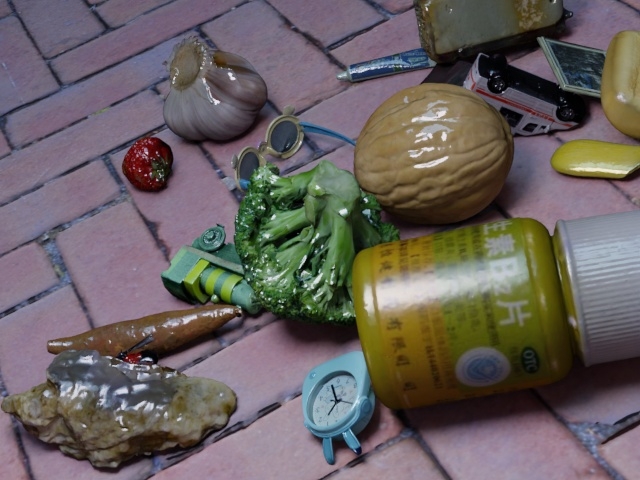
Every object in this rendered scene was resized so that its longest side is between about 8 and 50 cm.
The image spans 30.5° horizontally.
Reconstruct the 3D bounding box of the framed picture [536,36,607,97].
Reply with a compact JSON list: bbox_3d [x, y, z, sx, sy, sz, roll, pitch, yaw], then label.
[{"bbox_3d":[0.460,-0.296,2.029,0.142,0.011,0.183,10,36,-13],"label":"framed picture"}]

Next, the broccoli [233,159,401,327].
[{"bbox_3d":[0.000,0.000,1.725,0.261,0.241,0.269,19,41,-4],"label":"broccoli"}]

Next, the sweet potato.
[{"bbox_3d":[-0.265,0.150,1.801,0.314,0.066,0.072,-11,72,11],"label":"sweet potato"}]

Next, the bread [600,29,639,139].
[{"bbox_3d":[0.527,-0.247,1.916,0.147,0.098,0.217,19,50,4],"label":"bread"}]

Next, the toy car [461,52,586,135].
[{"bbox_3d":[0.339,-0.231,1.985,0.209,0.108,0.089,20,36,-7],"label":"toy car"}]

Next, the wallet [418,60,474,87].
[{"bbox_3d":[0.220,-0.234,2.083,0.182,0.049,0.229,21,54,37],"label":"wallet"}]

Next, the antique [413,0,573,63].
[{"bbox_3d":[0.324,-0.423,2.179,0.284,0.125,0.150,-12,17,-2],"label":"antique"}]

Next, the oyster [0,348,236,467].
[{"bbox_3d":[-0.300,0.233,1.674,0.341,0.110,0.166,12,51,16],"label":"oyster"}]

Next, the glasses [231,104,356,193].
[{"bbox_3d":[-0.024,-0.118,2.055,0.220,0.088,0.189,29,55,21],"label":"glasses"}]

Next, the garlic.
[{"bbox_3d":[-0.212,-0.307,2.243,0.207,0.207,0.257,-17,30,3],"label":"garlic"}]

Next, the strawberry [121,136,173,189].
[{"bbox_3d":[-0.321,-0.142,2.159,0.106,0.106,0.106,-12,38,9],"label":"strawberry"}]

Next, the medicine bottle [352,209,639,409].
[{"bbox_3d":[0.248,0.085,1.532,0.384,0.224,0.224,-11,38,9],"label":"medicine bottle"}]

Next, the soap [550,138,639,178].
[{"bbox_3d":[0.449,-0.128,1.864,0.168,0.033,0.089,11,49,34],"label":"soap"}]

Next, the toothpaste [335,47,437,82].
[{"bbox_3d":[0.126,-0.336,2.262,0.197,0.035,0.057,-12,53,7],"label":"toothpaste"}]

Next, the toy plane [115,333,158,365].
[{"bbox_3d":[-0.297,0.192,1.769,0.145,0.060,0.037,-24,35,19],"label":"toy plane"}]

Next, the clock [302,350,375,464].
[{"bbox_3d":[0.026,0.226,1.577,0.108,0.045,0.147,-25,43,28],"label":"clock"}]

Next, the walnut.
[{"bbox_3d":[0.173,-0.135,1.849,0.261,0.225,0.225,-11,38,19],"label":"walnut"}]

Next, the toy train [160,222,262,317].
[{"bbox_3d":[-0.142,0.056,1.860,0.200,0.083,0.132,17,61,38],"label":"toy train"}]
